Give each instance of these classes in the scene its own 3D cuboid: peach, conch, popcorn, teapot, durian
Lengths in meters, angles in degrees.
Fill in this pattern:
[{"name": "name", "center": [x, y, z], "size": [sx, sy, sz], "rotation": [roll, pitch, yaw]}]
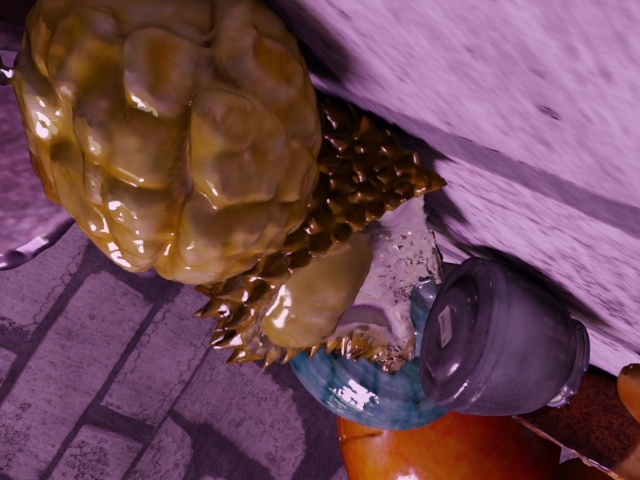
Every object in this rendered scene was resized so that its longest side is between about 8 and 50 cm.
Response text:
[{"name": "peach", "center": [0.155, 0.204, 1.246], "size": [0.245, 0.275, 0.248], "rotation": [-12, 167, 27]}, {"name": "conch", "center": [0.072, 0.101, 1.096], "size": [0.196, 0.202, 0.134], "rotation": [40, -166, -10]}, {"name": "popcorn", "center": [-0.077, -0.061, 0.511], "size": [0.173, 0.142, 0.173], "rotation": [62, 178, 4]}, {"name": "teapot", "center": [0.131, 0.077, 0.781], "size": [0.108, 0.111, 0.149], "rotation": [19, 174, -15]}, {"name": "durian", "center": [0.000, 0.000, 0.706], "size": [0.166, 0.172, 0.306], "rotation": [-8, 149, 5]}]

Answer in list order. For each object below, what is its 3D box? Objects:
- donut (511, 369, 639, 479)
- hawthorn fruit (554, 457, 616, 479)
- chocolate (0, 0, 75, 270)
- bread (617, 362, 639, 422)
[{"name": "donut", "center": [0.305, 0.196, 1.038], "size": [0.217, 0.085, 0.141], "rotation": [31, 176, 10]}, {"name": "hawthorn fruit", "center": [0.406, 0.474, 1.211], "size": [0.471, 0.472, 0.472], "rotation": [33, 176, 2]}, {"name": "chocolate", "center": [-0.310, -0.124, 0.818], "size": [0.303, 0.303, 0.213], "rotation": [39, -152, -59]}, {"name": "bread", "center": [0.285, 0.139, 0.731], "size": [0.154, 0.054, 0.136], "rotation": [30, 174, 1]}]
